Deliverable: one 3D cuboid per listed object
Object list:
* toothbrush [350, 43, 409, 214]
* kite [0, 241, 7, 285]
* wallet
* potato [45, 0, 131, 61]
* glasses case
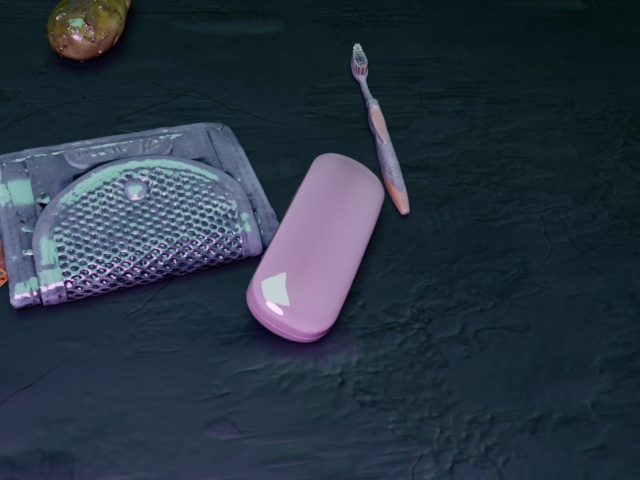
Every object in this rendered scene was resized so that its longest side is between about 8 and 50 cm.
[{"bbox_3d":[0.089,-0.178,1.191,0.028,0.037,0.375,-5,51,-8],"label":"toothbrush"},{"bbox_3d":[-0.393,-0.005,0.984,0.125,0.008,0.222,-10,50,-20],"label":"kite"},{"bbox_3d":[-0.240,-0.049,0.997,0.342,0.075,0.237,-12,56,-20],"label":"wallet"},{"bbox_3d":[-0.373,-0.376,1.267,0.117,0.090,0.225,13,48,4],"label":"potato"},{"bbox_3d":[0.000,0.000,0.976,0.113,0.075,0.297,30,48,-5],"label":"glasses case"}]
